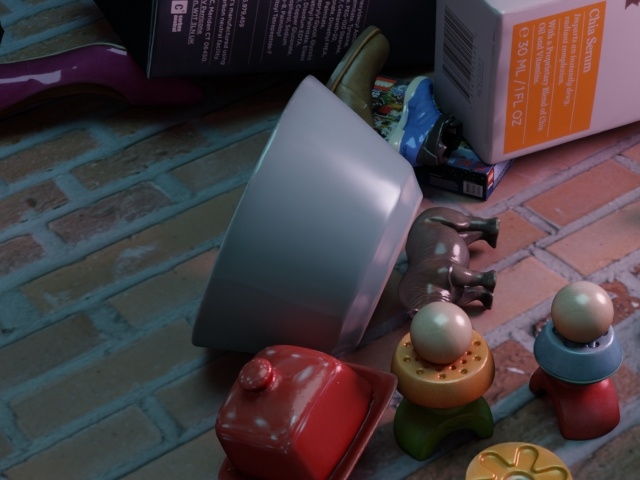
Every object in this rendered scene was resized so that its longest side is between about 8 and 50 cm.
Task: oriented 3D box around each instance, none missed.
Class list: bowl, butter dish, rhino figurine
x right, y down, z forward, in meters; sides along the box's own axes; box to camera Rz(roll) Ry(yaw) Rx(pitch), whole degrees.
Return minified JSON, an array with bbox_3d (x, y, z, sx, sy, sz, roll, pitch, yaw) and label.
[{"bbox_3d":[0.000,0.000,1.390,0.163,0.311,0.311,24,42,3],"label":"bowl"},{"bbox_3d":[-0.035,0.156,1.255,0.160,0.118,0.160,5,54,45],"label":"butter dish"},{"bbox_3d":[0.140,0.047,1.462,0.106,0.073,0.243,6,40,6],"label":"rhino figurine"}]

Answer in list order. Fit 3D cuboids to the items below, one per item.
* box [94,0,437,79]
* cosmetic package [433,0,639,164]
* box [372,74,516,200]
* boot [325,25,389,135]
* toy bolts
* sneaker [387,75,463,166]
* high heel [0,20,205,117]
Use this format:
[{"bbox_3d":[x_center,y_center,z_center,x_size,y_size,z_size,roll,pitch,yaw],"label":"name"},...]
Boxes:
[{"bbox_3d":[-0.089,-0.470,1.892,0.471,0.297,0.480,-7,36,-24],"label":"box"},{"bbox_3d":[0.378,-0.280,1.653,0.453,0.230,0.161,-18,45,-15],"label":"cosmetic package"},{"bbox_3d":[0.140,-0.138,1.720,0.233,0.044,0.159,16,43,24],"label":"box"},{"bbox_3d":[0.037,-0.127,1.634,0.115,0.112,0.305,21,67,8],"label":"boot"},{"bbox_3d":[0.201,0.139,1.267,0.228,0.158,0.218,-19,40,-18],"label":"toy bolts"},{"bbox_3d":[0.142,-0.147,1.645,0.084,0.058,0.152,4,44,20],"label":"sneaker"},{"bbox_3d":[-0.356,-0.186,1.823,0.377,0.127,0.181,12,83,3],"label":"high heel"}]
